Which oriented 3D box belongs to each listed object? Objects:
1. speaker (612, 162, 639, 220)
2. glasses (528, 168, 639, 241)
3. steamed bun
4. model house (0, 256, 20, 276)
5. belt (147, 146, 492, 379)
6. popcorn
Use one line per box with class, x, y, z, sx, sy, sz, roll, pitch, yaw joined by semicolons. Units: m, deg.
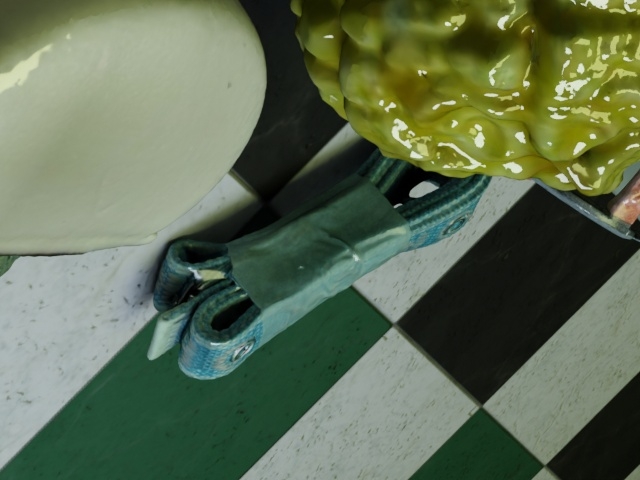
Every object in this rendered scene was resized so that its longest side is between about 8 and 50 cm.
speaker;0.323;-0.208;1.440;0.183;0.184;0.406;-17;144;-46
glasses;0.207;-0.151;1.296;0.118;0.234;0.268;22;113;-39
steamed bun;-0.135;-0.093;0.945;0.164;0.146;0.241;-52;153;23
model house;-0.201;0.008;1.102;0.083;0.066;0.079;-37;157;-20
belt;0.000;0.000;1.391;0.302;0.087;0.072;-30;164;-29
popcorn;0.119;-0.153;1.134;0.270;0.258;0.224;-42;139;4
